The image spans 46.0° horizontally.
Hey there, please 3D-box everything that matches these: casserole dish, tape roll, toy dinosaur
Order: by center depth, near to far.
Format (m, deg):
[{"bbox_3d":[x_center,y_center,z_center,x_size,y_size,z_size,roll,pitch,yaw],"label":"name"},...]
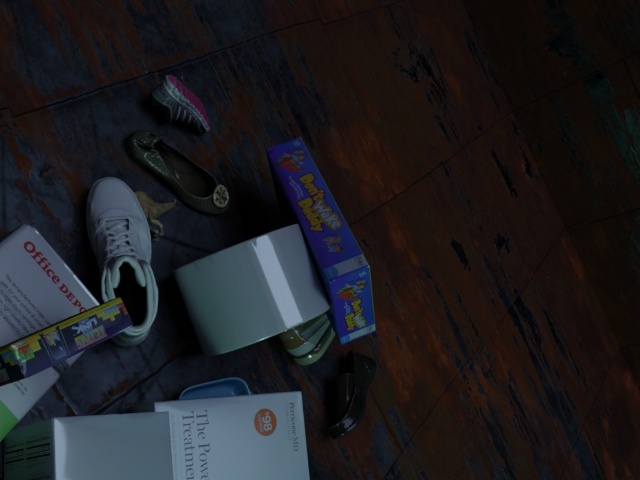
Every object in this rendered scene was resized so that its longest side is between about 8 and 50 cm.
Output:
[{"bbox_3d":[-0.193,0.312,1.361,0.188,0.037,0.114,-2,76,-49],"label":"casserole dish"},{"bbox_3d":[-0.311,-0.046,1.371,0.183,0.053,0.093,-7,78,-50],"label":"toy dinosaur"},{"bbox_3d":[-0.123,0.088,1.377,0.246,0.246,0.169,-20,90,-51],"label":"tape roll"}]

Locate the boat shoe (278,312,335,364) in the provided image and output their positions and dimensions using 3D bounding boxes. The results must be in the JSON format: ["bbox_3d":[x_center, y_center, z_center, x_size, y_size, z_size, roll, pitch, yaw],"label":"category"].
[{"bbox_3d":[0.002,0.118,1.614,0.103,0.113,0.302,54,42,-27],"label":"boat shoe"}]

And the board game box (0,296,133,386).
[{"bbox_3d":[-0.355,0.137,0.984,0.170,0.141,0.048,-26,96,-50],"label":"board game box"}]

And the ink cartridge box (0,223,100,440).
[{"bbox_3d":[-0.464,0.138,1.062,0.198,0.114,0.273,55,41,-18],"label":"ink cartridge box"}]

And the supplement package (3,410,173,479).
[{"bbox_3d":[-0.331,0.361,1.087,0.194,0.149,0.203,10,66,-47],"label":"supplement package"}]

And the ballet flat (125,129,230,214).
[{"bbox_3d":[-0.264,-0.132,1.460,0.250,0.058,0.084,40,48,-31],"label":"ballet flat"}]

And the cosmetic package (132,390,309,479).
[{"bbox_3d":[-0.152,0.449,1.245,0.284,0.097,0.377,4,74,-38],"label":"cosmetic package"}]

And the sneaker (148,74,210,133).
[{"bbox_3d":[-0.282,-0.260,1.500,0.170,0.074,0.063,44,22,-59],"label":"sneaker"}]

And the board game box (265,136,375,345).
[{"bbox_3d":[0.000,0.000,1.488,0.233,0.078,0.347,80,-14,-54],"label":"board game box"}]

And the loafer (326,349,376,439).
[{"bbox_3d":[0.052,0.326,1.618,0.078,0.080,0.220,42,40,-16],"label":"loafer"}]

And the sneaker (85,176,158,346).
[{"bbox_3d":[-0.315,0.019,1.227,0.108,0.169,0.293,-9,81,-21],"label":"sneaker"}]
